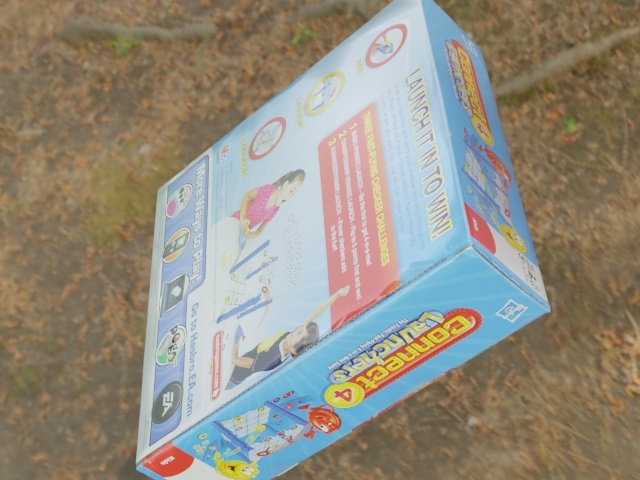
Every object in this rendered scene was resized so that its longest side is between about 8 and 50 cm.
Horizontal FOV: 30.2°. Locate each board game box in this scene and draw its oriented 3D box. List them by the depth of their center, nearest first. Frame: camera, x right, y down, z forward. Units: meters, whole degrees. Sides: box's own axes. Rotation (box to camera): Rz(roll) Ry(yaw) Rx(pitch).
[{"bbox_3d":[0.000,0.000,0.897,0.302,0.086,0.308,-35,36,26],"label":"board game box"}]
